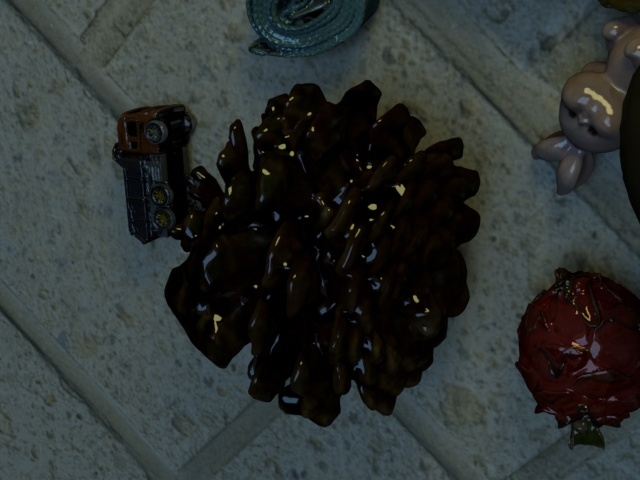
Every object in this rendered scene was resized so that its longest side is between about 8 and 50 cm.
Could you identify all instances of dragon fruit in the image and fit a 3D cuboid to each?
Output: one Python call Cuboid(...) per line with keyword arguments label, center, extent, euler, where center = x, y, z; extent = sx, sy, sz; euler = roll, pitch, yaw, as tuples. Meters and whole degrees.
Cuboid(label="dragon fruit", center=(0.322, 0.133, 1.133), extent=(0.172, 0.172, 0.209), euler=(1, 98, 22))

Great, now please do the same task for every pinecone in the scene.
Cuboid(label="pinecone", center=(0.000, 0.000, 1.120), extent=(0.398, 0.398, 0.397), euler=(7, 108, 21))

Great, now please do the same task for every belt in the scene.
Cuboid(label="belt", center=(-0.009, -0.306, 1.180), extent=(0.163, 0.082, 0.147), euler=(6, 118, 17))

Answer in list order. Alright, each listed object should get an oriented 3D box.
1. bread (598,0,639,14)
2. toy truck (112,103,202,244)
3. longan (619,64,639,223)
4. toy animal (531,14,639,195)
Cuboid(label="bread", center=(0.386, -0.358, 0.997), extent=(0.098, 0.087, 0.269), euler=(39, 116, 6))
Cuboid(label="toy truck", center=(-0.230, -0.095, 1.335), extent=(0.092, 0.083, 0.192), euler=(7, 109, 26))
Cuboid(label="longan", center=(0.483, -0.088, 0.862), extent=(0.404, 0.436, 0.403), euler=(-6, 80, 35))
Cuboid(label="toy animal", center=(0.317, -0.141, 1.078), extent=(0.124, 0.124, 0.212), euler=(40, 113, 7))
